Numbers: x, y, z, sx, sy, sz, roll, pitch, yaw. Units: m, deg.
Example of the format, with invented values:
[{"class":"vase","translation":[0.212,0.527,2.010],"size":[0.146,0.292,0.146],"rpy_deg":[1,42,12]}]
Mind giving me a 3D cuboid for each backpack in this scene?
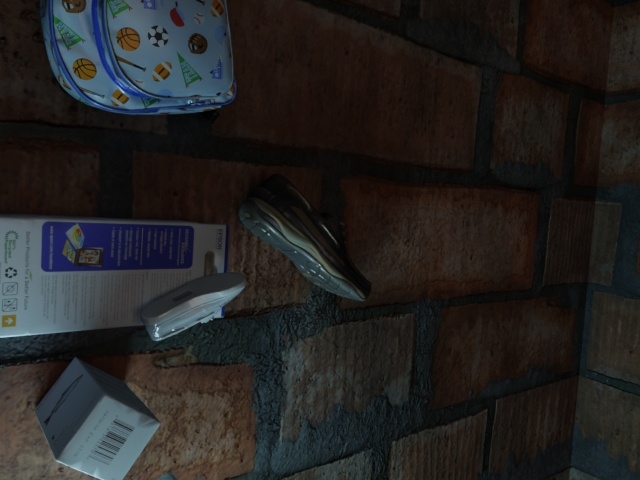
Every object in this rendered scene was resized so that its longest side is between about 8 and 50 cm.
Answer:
[{"class":"backpack","translation":[-0.266,-0.303,0.770],"size":[0.264,0.213,0.276],"rpy_deg":[-14,107,-25]}]

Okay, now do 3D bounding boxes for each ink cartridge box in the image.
[{"class":"ink cartridge box","translation":[-0.331,0.051,0.839],"size":[0.371,0.069,0.175],"rpy_deg":[1,95,-35]}]

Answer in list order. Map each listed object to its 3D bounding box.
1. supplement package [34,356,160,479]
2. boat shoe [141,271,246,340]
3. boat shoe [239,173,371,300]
[{"class":"supplement package","translation":[-0.343,0.268,0.783],"size":[0.105,0.179,0.105],"rpy_deg":[44,70,-33]},{"class":"boat shoe","translation":[-0.206,0.112,0.870],"size":[0.184,0.066,0.063],"rpy_deg":[-28,126,-34]},{"class":"boat shoe","translation":[0.000,0.000,1.044],"size":[0.355,0.132,0.130],"rpy_deg":[43,70,-34]}]
